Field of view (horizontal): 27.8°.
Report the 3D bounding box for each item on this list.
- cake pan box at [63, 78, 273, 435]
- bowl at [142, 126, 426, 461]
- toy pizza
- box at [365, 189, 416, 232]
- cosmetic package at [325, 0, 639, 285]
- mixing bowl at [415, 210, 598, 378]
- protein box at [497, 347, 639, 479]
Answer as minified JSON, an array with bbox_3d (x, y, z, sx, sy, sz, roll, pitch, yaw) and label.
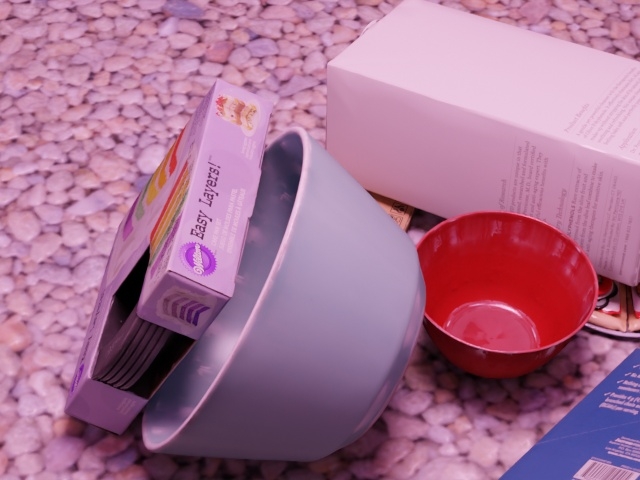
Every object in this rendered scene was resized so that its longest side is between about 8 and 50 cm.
[{"bbox_3d":[-0.141,0.019,1.203,0.070,0.246,0.267,24,45,-16],"label":"cake pan box"},{"bbox_3d":[-0.020,0.072,1.154,0.163,0.311,0.311,26,45,-16],"label":"bowl"},{"bbox_3d":[0.319,0.018,1.362,0.201,0.032,0.201,1,47,-1],"label":"toy pizza"},{"bbox_3d":[0.000,0.000,1.376,0.164,0.021,0.201,15,49,12],"label":"box"},{"bbox_3d":[0.205,-0.117,1.367,0.365,0.155,0.197,21,42,26],"label":"cosmetic package"},{"bbox_3d":[0.172,0.067,1.266,0.181,0.098,0.181,1,48,-2],"label":"mixing bowl"},{"bbox_3d":[0.296,0.209,1.057,0.201,0.136,0.200,-36,25,-30],"label":"protein box"}]
